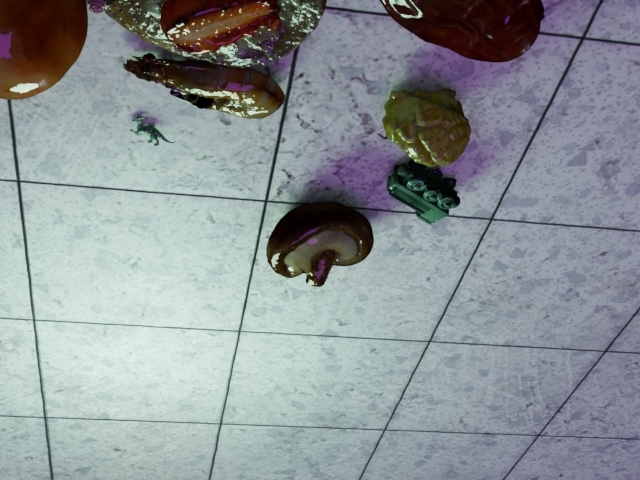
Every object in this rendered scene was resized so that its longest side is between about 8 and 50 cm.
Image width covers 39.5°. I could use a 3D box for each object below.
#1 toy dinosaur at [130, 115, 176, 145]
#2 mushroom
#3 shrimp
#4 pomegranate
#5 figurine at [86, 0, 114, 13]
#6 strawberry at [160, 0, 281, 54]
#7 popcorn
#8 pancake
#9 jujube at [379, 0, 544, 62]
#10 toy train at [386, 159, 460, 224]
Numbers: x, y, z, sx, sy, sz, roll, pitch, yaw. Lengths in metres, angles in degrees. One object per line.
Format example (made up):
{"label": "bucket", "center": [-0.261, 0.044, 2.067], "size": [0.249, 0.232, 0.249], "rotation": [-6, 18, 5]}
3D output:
{"label": "toy dinosaur", "center": [-0.318, -0.210, 1.689], "size": [0.083, 0.021, 0.062], "rotation": [-4, 128, 2]}
{"label": "mushroom", "center": [-0.004, -0.010, 1.887], "size": [0.231, 0.138, 0.194], "rotation": [-6, 129, -15]}
{"label": "shrimp", "center": [-0.206, -0.273, 1.594], "size": [0.287, 0.063, 0.152], "rotation": [11, 163, -5]}
{"label": "pomegranate", "center": [-0.469, -0.333, 1.351], "size": [0.229, 0.252, 0.270], "rotation": [-6, 163, 17]}
{"label": "figurine", "center": [-0.346, -0.407, 1.332], "size": [0.054, 0.072, 0.129], "rotation": [-17, 117, 13]}
{"label": "strawberry", "center": [-0.153, -0.349, 1.360], "size": [0.188, 0.082, 0.121], "rotation": [-13, 162, 7]}
{"label": "popcorn", "center": [0.188, -0.208, 1.635], "size": [0.173, 0.173, 0.142], "rotation": [15, 129, -22]}
{"label": "pancake", "center": [-0.171, -0.420, 1.390], "size": [0.386, 0.082, 0.387], "rotation": [3, 140, 3]}
{"label": "jujube", "center": [0.215, -0.394, 1.383], "size": [0.216, 0.216, 0.342], "rotation": [-32, 145, 30]}
{"label": "toy train", "center": [0.208, -0.101, 1.832], "size": [0.170, 0.071, 0.111], "rotation": [28, 139, -33]}
